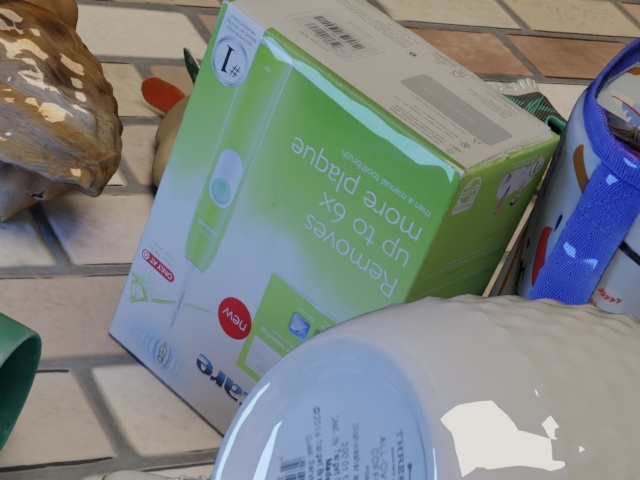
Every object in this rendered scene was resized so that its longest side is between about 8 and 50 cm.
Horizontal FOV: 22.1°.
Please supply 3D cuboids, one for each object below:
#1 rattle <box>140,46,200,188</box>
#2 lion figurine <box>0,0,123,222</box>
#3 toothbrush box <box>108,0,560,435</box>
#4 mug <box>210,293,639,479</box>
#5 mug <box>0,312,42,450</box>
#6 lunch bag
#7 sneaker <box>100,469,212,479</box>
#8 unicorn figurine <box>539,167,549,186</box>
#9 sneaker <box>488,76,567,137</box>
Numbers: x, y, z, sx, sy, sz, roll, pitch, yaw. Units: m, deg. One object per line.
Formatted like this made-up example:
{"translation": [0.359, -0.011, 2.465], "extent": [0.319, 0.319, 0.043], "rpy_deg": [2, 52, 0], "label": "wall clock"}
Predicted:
{"translation": [-0.070, -0.078, 1.387], "extent": [0.143, 0.130, 0.200], "rpy_deg": [21, 3, -24], "label": "rattle"}
{"translation": [-0.262, -0.172, 1.340], "extent": [0.240, 0.142, 0.392], "rpy_deg": [24, 27, -13], "label": "lion figurine"}
{"translation": [0.000, 0.000, 1.105], "extent": [0.206, 0.283, 0.122], "rpy_deg": [39, 36, 23], "label": "toothbrush box"}
{"translation": [0.108, 0.212, 0.850], "extent": [0.328, 0.374, 0.276], "rpy_deg": [21, -17, -38], "label": "mug"}
{"translation": [-0.240, 0.097, 0.975], "extent": [0.097, 0.157, 0.129], "rpy_deg": [26, 56, 4], "label": "mug"}
{"translation": [0.245, 0.030, 1.183], "extent": [0.239, 0.327, 0.385], "rpy_deg": [35, 32, 21], "label": "lunch bag"}
{"translation": [-0.064, 0.166, 1.031], "extent": [0.152, 0.061, 0.053], "rpy_deg": [16, 34, -8], "label": "sneaker"}
{"translation": [0.269, -0.059, 1.591], "extent": [0.162, 0.060, 0.111], "rpy_deg": [-25, 61, -33], "label": "unicorn figurine"}
{"translation": [0.188, -0.113, 1.610], "extent": [0.076, 0.065, 0.166], "rpy_deg": [43, 39, 21], "label": "sneaker"}
